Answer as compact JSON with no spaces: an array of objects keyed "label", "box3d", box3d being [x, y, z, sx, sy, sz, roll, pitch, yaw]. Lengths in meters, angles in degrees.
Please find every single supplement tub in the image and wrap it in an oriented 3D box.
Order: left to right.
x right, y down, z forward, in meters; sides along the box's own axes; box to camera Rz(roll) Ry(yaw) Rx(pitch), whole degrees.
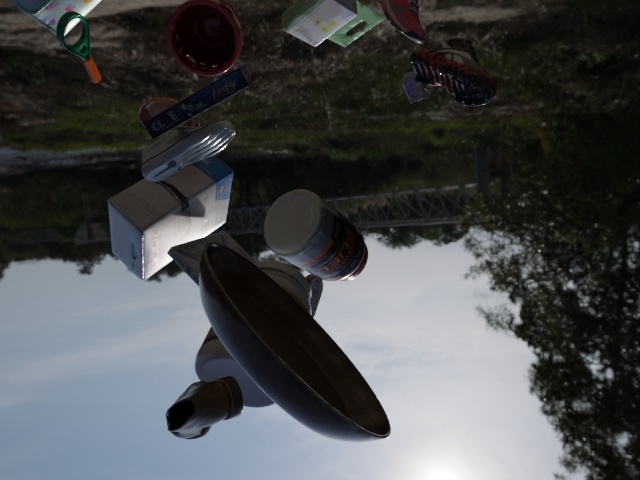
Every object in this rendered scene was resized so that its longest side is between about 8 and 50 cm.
[{"label":"supplement tub","box3d":[-0.151,0.223,1.296,0.228,0.228,0.316,-4,-142,21]},{"label":"supplement tub","box3d":[0.000,0.000,1.576,0.207,0.207,0.338,-3,159,32]}]

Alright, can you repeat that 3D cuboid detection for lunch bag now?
[{"label":"lunch bag","box3d":[-0.789,-0.752,1.506,0.223,0.160,0.262,-40,169,4]},{"label":"lunch bag","box3d":[0.256,-0.427,1.417,0.053,0.071,0.083,-16,-149,24]}]

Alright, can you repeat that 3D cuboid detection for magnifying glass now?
[{"label":"magnifying glass","box3d":[-0.621,-0.496,1.358,0.026,0.092,0.231,28,159,8]}]

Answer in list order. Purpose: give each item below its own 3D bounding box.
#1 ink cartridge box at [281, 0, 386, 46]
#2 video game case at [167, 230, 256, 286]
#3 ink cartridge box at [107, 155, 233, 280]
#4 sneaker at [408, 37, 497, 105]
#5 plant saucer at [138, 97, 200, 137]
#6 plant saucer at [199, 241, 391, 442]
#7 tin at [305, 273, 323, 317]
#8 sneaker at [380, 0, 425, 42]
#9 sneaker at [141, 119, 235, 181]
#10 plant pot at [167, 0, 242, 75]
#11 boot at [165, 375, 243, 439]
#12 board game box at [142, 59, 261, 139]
[{"label":"ink cartridge box","box3d":[0.038,-0.579,1.389,0.235,0.056,0.171,12,159,-40]},{"label":"video game case","box3d":[-0.305,0.103,1.727,0.036,0.300,0.329,-49,172,21]},{"label":"ink cartridge box","box3d":[-0.497,-0.095,1.750,0.395,0.166,0.285,-42,163,-38]},{"label":"sneaker","box3d":[0.327,-0.400,1.207,0.135,0.098,0.276,-33,-139,-5]},{"label":"plant saucer","box3d":[-0.484,-0.394,1.683,0.199,0.037,0.200,6,152,3]},{"label":"plant saucer","box3d":[-0.040,0.127,0.632,0.050,0.310,0.310,-44,-176,3]},{"label":"tin","box3d":[-0.043,0.223,1.997,0.040,0.190,0.106,9,164,32]},{"label":"sneaker","box3d":[0.253,-0.749,1.592,0.136,0.314,0.116,-36,159,31]},{"label":"sneaker","box3d":[-0.329,-0.237,1.251,0.258,0.091,0.094,-24,163,11]},{"label":"plant pot","box3d":[-0.301,-0.562,1.409,0.191,0.191,0.174,-6,-146,4]},{"label":"boot","box3d":[-0.275,0.350,1.066,0.115,0.112,0.305,-7,159,-38]},{"label":"board game box","box3d":[-0.256,-0.314,1.151,0.243,0.042,0.165,-25,-160,14]}]
